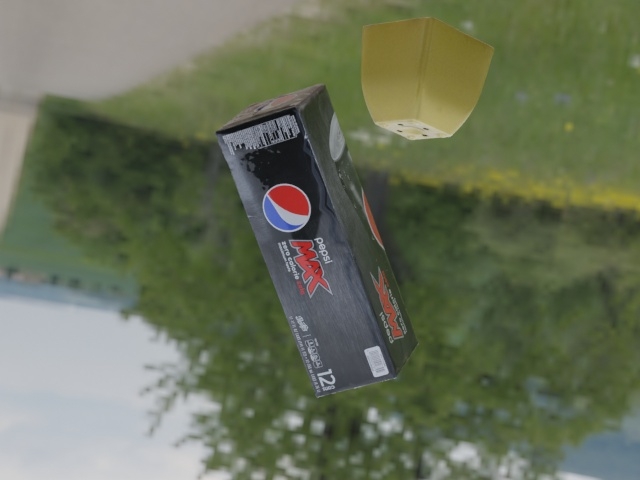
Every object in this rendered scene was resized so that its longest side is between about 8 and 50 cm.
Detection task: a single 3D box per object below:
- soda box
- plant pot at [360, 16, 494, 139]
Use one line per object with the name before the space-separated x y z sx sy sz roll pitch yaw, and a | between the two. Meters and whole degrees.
soda box | 0.000 0.000 1.030 0.053 0.169 0.060 -15 -167 21
plant pot | 0.083 -0.129 1.473 0.081 0.083 0.081 19 167 -42
